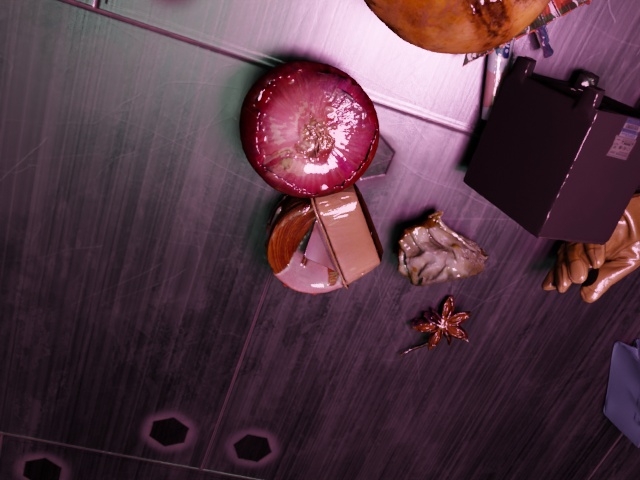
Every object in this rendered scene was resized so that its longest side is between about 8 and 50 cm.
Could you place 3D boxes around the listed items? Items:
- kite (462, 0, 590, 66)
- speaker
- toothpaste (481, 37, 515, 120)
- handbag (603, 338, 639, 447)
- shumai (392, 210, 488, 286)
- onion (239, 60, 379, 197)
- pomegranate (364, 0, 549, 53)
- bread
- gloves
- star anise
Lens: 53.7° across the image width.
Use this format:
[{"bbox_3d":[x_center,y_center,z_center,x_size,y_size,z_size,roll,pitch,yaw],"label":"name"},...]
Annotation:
[{"bbox_3d":[0.361,-0.426,1.073,0.321,0.016,0.234,-27,108,2],"label":"kite"},{"bbox_3d":[0.416,-0.158,1.095,0.184,0.232,0.254,4,118,-27],"label":"speaker"},{"bbox_3d":[0.318,-0.318,1.127,0.056,0.036,0.205,0,114,-7],"label":"toothpaste"},{"bbox_3d":[0.722,0.351,1.457,0.057,0.144,0.221,-5,117,-4],"label":"handbag"},{"bbox_3d":[0.236,0.015,1.268,0.184,0.184,0.142,-16,89,4],"label":"shumai"},{"bbox_3d":[-0.021,-0.193,1.094,0.248,0.161,0.248,-4,120,-7],"label":"onion"},{"bbox_3d":[0.197,-0.430,0.916,0.322,0.322,0.322,-2,118,-4],"label":"pomegranate"},{"bbox_3d":[0.000,0.000,1.211,0.211,0.142,0.224,-21,119,3],"label":"bread"},{"bbox_3d":[0.580,0.004,1.263,0.331,0.141,0.154,-27,143,-1],"label":"gloves"},{"bbox_3d":[0.246,0.201,1.385,0.190,0.070,0.097,-34,89,15],"label":"star anise"}]
